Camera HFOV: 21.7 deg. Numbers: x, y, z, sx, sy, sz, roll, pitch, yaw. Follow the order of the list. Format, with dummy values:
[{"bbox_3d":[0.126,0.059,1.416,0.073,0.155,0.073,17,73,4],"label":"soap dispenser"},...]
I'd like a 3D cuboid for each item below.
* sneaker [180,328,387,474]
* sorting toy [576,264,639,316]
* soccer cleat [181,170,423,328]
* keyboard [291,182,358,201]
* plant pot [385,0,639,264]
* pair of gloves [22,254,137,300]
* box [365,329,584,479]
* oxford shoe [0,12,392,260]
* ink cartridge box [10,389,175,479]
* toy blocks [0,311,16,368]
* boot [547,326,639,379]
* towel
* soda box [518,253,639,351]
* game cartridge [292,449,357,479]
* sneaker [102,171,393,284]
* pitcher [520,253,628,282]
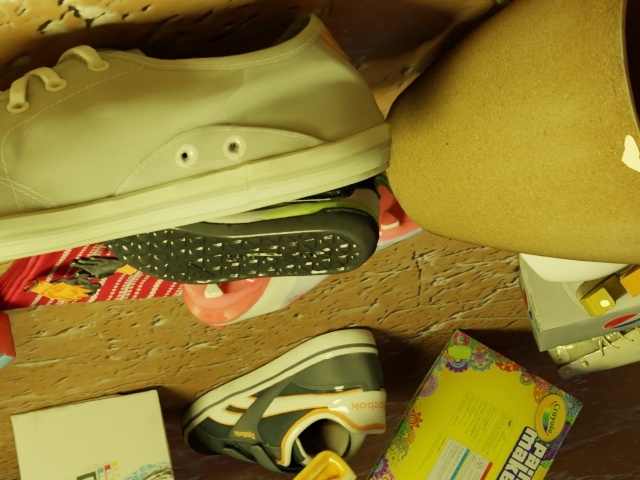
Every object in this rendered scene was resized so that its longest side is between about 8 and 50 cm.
[{"bbox_3d":[-0.047,0.214,1.912,0.126,0.127,0.321,1,157,-40],"label":"sneaker"},{"bbox_3d":[0.337,-0.001,1.524,0.307,0.041,0.229,-35,178,-38],"label":"sorting toy"},{"bbox_3d":[0.000,0.000,1.391,0.248,0.083,0.095,-25,157,-6],"label":"soccer cleat"},{"bbox_3d":[-0.062,-0.037,1.234,0.192,0.038,0.100,-1,-152,14],"label":"keyboard"},{"bbox_3d":[0.175,-0.079,1.174,0.254,0.237,0.237,-14,165,42],"label":"plant pot"},{"bbox_3d":[-0.198,0.032,1.394,0.083,0.010,0.074,-29,156,33],"label":"pair of gloves"},{"bbox_3d":[0.146,0.306,1.999,0.177,0.290,0.279,30,159,6],"label":"box"},{"bbox_3d":[-0.174,-0.055,1.085,0.449,0.130,0.169,-15,-174,-14],"label":"oxford shoe"},{"bbox_3d":[-0.243,0.310,1.873,0.168,0.232,0.171,-9,159,-9],"label":"ink cartridge box"},{"bbox_3d":[-0.427,0.121,1.362,0.261,0.190,0.381,-37,144,24],"label":"toy blocks"},{"bbox_3d":[0.346,0.107,1.968,0.165,0.077,0.213,-16,161,12],"label":"boot"},{"bbox_3d":[-0.134,0.014,1.454,0.275,0.031,0.199,-2,157,-32],"label":"towel"},{"bbox_3d":[0.354,0.029,1.736,0.286,0.091,0.098,-15,161,2],"label":"soda box"},{"bbox_3d":[-0.075,0.358,1.820,0.285,0.053,0.323,-44,171,-10],"label":"game cartridge"},{"bbox_3d":[-0.059,-0.025,1.312,0.235,0.097,0.084,2,145,8],"label":"sneaker"},{"bbox_3d":[0.244,-0.064,1.402,0.207,0.125,0.178,-34,133,21],"label":"pitcher"}]
